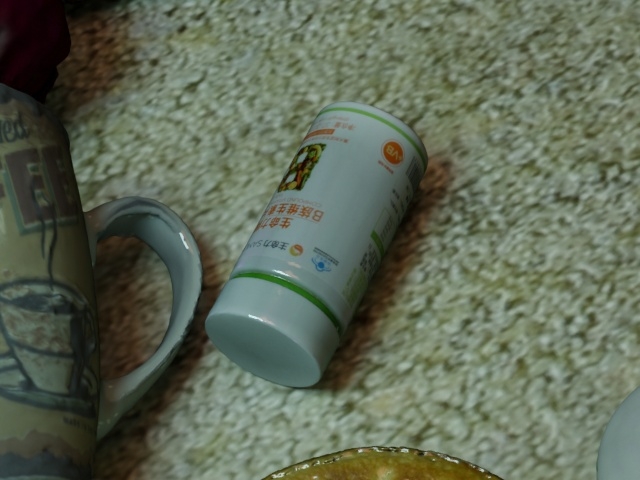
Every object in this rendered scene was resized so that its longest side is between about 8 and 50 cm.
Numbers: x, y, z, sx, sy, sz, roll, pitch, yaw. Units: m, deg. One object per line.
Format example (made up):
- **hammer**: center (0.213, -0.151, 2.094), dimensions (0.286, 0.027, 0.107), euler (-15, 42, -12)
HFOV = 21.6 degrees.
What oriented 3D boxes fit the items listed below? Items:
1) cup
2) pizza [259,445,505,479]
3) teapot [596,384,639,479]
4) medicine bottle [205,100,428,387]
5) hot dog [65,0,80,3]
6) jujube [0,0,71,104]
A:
- **cup**: center (-0.205, 0.062, 1.069), dimensions (0.301, 0.227, 0.257), euler (-5, 65, -30)
- **pizza**: center (0.038, 0.187, 1.014), dimensions (0.175, 0.046, 0.134), euler (11, 58, 16)
- **teapot**: center (0.240, 0.128, 1.000), dimensions (0.145, 0.092, 0.226), euler (12, 56, 15)
- **medicine bottle**: center (0.000, 0.000, 1.122), dimensions (0.086, 0.086, 0.183), euler (17, 60, 19)
- **hot dog**: center (-0.165, -0.252, 1.313), dimensions (0.262, 0.093, 0.123), euler (-12, 56, 0)
- **jujube**: center (-0.371, -0.143, 1.179), dimensions (0.377, 0.258, 0.258), euler (-21, 56, -7)
